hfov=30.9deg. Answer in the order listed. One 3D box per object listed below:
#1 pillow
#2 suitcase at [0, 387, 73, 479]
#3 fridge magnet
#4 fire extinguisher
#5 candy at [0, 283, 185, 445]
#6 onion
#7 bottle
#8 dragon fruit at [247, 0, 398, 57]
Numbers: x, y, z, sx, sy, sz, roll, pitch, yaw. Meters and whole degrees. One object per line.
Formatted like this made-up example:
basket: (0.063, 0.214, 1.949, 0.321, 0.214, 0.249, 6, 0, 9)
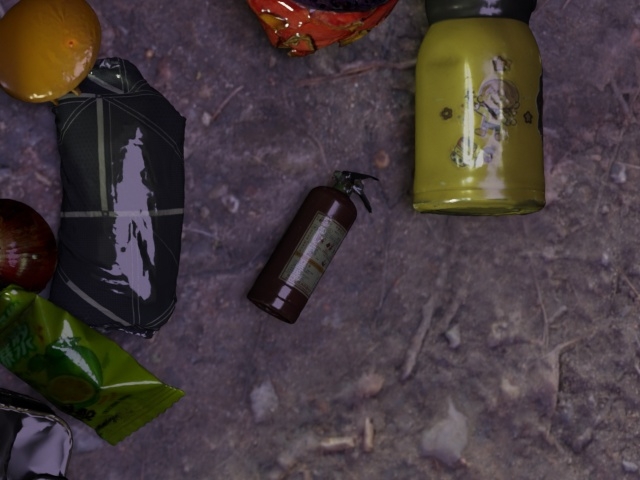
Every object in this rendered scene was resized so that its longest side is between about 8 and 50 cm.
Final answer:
pillow: (-0.243, -0.051, 1.386, 0.162, 0.092, 0.335, 2, 88, -10)
suitcase: (-0.486, 0.273, 1.235, 0.434, 0.194, 0.283, 14, 83, -18)
fridge magnet: (-0.321, -0.226, 1.359, 0.143, 0.063, 0.143, -5, 72, 15)
fire extinguisher: (0.000, 0.000, 1.490, 0.099, 0.071, 0.231, 44, 72, -42)
candy: (-0.294, 0.144, 1.355, 0.246, 0.149, 0.069, 41, 38, -16)
onion: (-0.359, 0.006, 1.333, 0.117, 0.118, 0.118, 13, 84, 2)
bottle: (0.208, -0.210, 1.510, 0.172, 0.171, 0.351, 2, 88, -20)
dragon fruit: (-0.014, -0.312, 1.463, 0.224, 0.148, 0.218, 21, 52, 2)
